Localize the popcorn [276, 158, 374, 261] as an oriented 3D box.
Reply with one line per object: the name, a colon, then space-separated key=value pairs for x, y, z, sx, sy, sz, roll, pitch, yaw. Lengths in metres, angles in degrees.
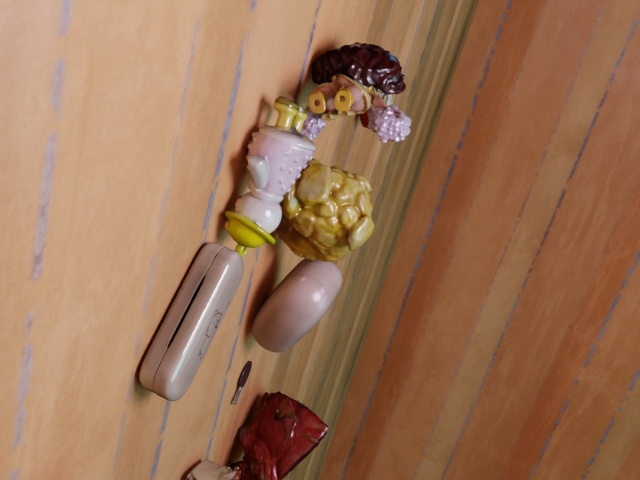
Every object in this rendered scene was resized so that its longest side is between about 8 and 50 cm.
popcorn: x=0.010 y=-0.048 z=1.108 sx=0.194 sy=0.163 sz=0.140 roll=77 pitch=26 yaw=-61

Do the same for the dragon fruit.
dragon fruit: x=-0.112 y=0.416 z=1.463 sx=0.205 sy=0.152 sz=0.317 roll=-43 pitch=168 yaw=-20

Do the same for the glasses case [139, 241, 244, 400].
glasses case: x=-0.154 y=0.097 z=0.879 sx=0.083 sy=0.050 sz=0.196 roll=84 pitch=29 yaw=-71

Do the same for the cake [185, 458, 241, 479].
cake: x=-0.203 y=0.473 z=1.226 sx=0.116 sy=0.086 sz=0.221 roll=-26 pitch=135 yaw=-70

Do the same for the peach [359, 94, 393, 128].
peach: x=0.105 y=-0.263 z=1.430 sx=0.077 sy=0.050 sz=0.083 roll=-2 pitch=105 yaw=-52

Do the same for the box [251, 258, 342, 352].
box: x=-0.041 y=0.108 z=1.216 sx=0.200 sy=0.088 sz=0.146 roll=-49 pitch=-175 yaw=45

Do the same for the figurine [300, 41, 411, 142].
figurine: x=0.043 y=-0.210 z=1.018 sx=0.240 sy=0.174 sz=0.116 roll=-63 pitch=153 yaw=-55

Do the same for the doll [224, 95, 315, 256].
doll: x=-0.065 y=-0.075 z=0.912 sx=0.207 sy=0.081 sz=0.129 roll=-68 pitch=161 yaw=6

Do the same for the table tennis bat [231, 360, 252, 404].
table tennis bat: x=-0.144 y=0.260 z=1.320 sx=0.050 sy=0.007 sz=0.083 roll=73 pitch=38 yaw=-73
